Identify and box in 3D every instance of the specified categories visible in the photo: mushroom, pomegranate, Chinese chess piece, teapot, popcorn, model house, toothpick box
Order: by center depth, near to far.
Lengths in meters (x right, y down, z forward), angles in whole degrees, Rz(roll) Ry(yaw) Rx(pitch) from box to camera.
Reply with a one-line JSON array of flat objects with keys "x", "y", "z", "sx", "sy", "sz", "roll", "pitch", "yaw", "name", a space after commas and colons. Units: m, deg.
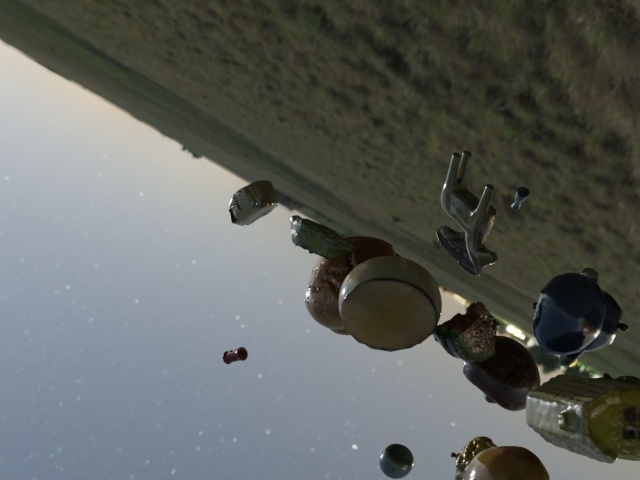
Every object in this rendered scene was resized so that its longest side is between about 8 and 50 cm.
[{"x": 0.547, "y": 0.348, "z": 1.390, "sx": 0.235, "sy": 0.174, "sz": 0.193, "roll": 12, "pitch": 174, "yaw": -19, "name": "model house"}, {"x": 0.381, "y": 0.514, "z": 1.403, "sx": 0.191, "sy": 0.191, "sz": 0.191, "roll": 30, "pitch": -178, "yaw": -1, "name": "pomegranate"}, {"x": 0.173, "y": 0.159, "z": 1.716, "sx": 0.257, "sy": 0.257, "sz": 0.104, "roll": 29, "pitch": -145, "yaw": -12, "name": "Chinese chess piece"}, {"x": 0.517, "y": 0.362, "z": 1.931, "sx": 0.231, "sy": 0.194, "sz": 0.138, "roll": 31, "pitch": 166, "yaw": 10, "name": "mushroom"}, {"x": 0.447, "y": 0.638, "z": 1.931, "sx": 0.170, "sy": 0.180, "sz": 0.180, "roll": 30, "pitch": -178, "yaw": 17, "name": "popcorn"}, {"x": -0.284, "y": 0.381, "z": 2.274, "sx": 0.083, "sy": 0.047, "sz": 0.047, "roll": -20, "pitch": 144, "yaw": 40, "name": "toothpick box"}, {"x": 0.697, "y": -0.146, "z": 2.410, "sx": 0.043, "sy": 0.042, "sz": 0.110, "roll": 30, "pitch": 161, "yaw": 13, "name": "teapot"}]

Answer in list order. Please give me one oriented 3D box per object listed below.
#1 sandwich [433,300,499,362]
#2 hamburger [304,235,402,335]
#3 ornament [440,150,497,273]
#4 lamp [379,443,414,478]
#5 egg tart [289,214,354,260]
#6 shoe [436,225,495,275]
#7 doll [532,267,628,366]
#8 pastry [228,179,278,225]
[{"x": 0.406, "y": 0.257, "z": 1.810, "sx": 0.235, "sy": 0.159, "sz": 0.079, "roll": 44, "pitch": 178, "yaw": -42, "name": "sandwich"}, {"x": 0.096, "y": 0.126, "z": 1.979, "sx": 0.314, "sy": 0.289, "sz": 0.170, "roll": -4, "pitch": 147, "yaw": 37, "name": "hamburger"}, {"x": 0.375, "y": -0.060, "z": 1.690, "sx": 0.061, "sy": 0.244, "sz": 0.230, "roll": -13, "pitch": -137, "yaw": -23, "name": "ornament"}, {"x": 0.231, "y": 0.669, "z": 2.085, "sx": 0.105, "sy": 0.105, "sz": 0.105, "roll": 30, "pitch": -178, "yaw": -1, "name": "lamp"}, {"x": 0.000, "y": 0.000, "z": 1.821, "sx": 0.197, "sy": 0.078, "sz": 0.197, "roll": 24, "pitch": -175, "yaw": -2, "name": "egg tart"}, {"x": 0.416, "y": 0.014, "z": 1.978, "sx": 0.180, "sy": 0.092, "sz": 0.089, "roll": 49, "pitch": -157, "yaw": 13, "name": "shoe"}, {"x": 0.552, "y": 0.166, "z": 1.496, "sx": 0.259, "sy": 0.228, "sz": 0.154, "roll": 14, "pitch": -178, "yaw": -39, "name": "doll"}, {"x": -0.201, "y": -0.112, "z": 2.064, "sx": 0.088, "sy": 0.166, "sz": 0.166, "roll": 61, "pitch": -171, "yaw": 12, "name": "pastry"}]
